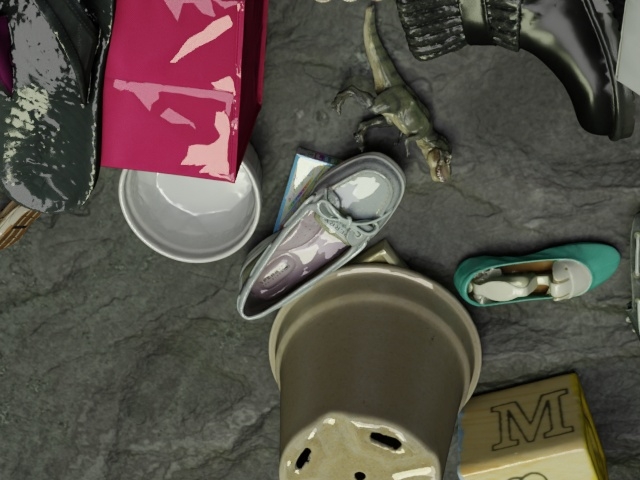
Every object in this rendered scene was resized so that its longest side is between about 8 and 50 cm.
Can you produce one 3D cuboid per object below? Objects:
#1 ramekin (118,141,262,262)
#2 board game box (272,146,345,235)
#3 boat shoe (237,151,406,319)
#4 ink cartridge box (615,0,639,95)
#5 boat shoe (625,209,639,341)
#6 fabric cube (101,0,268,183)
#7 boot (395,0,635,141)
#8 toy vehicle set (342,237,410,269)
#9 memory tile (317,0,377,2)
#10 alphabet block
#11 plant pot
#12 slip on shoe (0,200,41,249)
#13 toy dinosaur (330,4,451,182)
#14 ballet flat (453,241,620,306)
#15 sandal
[{"bbox_3d":[-0.180,-0.082,1.735,0.207,0.109,0.207,3,119,6],"label":"ramekin"},{"bbox_3d":[-0.005,-0.054,1.775,0.103,0.026,0.154,17,120,-2],"label":"board game box"},{"bbox_3d":[-0.003,-0.001,1.727,0.320,0.103,0.118,-38,109,25],"label":"boat shoe"},{"bbox_3d":[0.544,-0.228,1.423,0.307,0.223,0.129,-11,123,-19],"label":"ink cartridge box"},{"bbox_3d":[0.511,0.103,1.756,0.119,0.121,0.335,20,121,45],"label":"boat shoe"},{"bbox_3d":[-0.212,-0.251,1.560,0.258,0.254,0.259,7,120,2],"label":"fabric cube"},{"bbox_3d":[0.250,-0.262,1.560,0.260,0.131,0.348,-18,108,11],"label":"boot"},{"bbox_3d":[0.110,0.140,1.865,0.166,0.035,0.267,-31,112,22],"label":"toy vehicle set"},{"bbox_3d":[0.036,-0.388,1.587,0.113,0.012,0.148,-1,119,8],"label":"memory tile"},{"bbox_3d":[0.335,0.349,1.866,0.197,0.193,0.192,-17,118,16],"label":"alphabet block"},{"bbox_3d":[0.067,0.251,1.736,0.333,0.305,0.334,3,120,6],"label":"plant pot"},{"bbox_3d":[-0.480,-0.029,1.845,0.135,0.051,0.041,-40,68,33],"label":"slip on shoe"},{"bbox_3d":[0.086,-0.188,1.671,0.118,0.064,0.268,-26,111,14],"label":"toy dinosaur"},{"bbox_3d":[0.320,0.060,1.762,0.247,0.087,0.083,-6,118,11],"label":"ballet flat"},{"bbox_3d":[-0.321,-0.222,1.381,0.167,0.107,0.446,4,119,4],"label":"sandal"}]
